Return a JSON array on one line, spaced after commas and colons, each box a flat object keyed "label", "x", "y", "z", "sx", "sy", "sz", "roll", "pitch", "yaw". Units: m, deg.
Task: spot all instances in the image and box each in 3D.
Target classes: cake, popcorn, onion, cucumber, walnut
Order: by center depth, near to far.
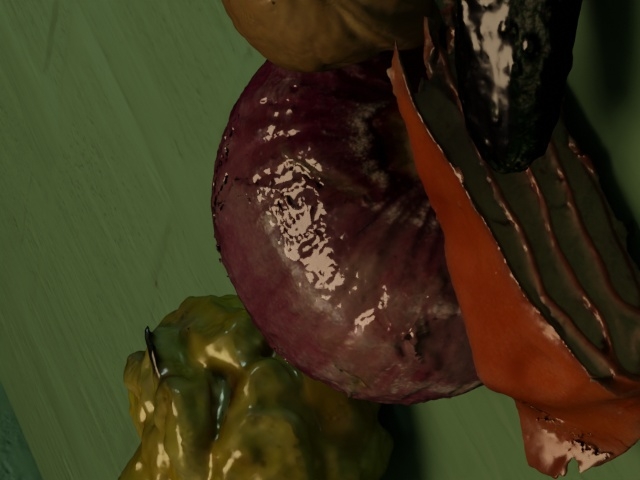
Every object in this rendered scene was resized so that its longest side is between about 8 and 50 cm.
[{"label": "cucumber", "x": 0.105, "y": -0.178, "z": 0.859, "sx": 0.072, "sy": 0.081, "sz": 0.303, "roll": 9, "pitch": 121, "yaw": 16}, {"label": "cake", "x": 0.124, "y": -0.007, "z": 0.961, "sx": 0.135, "sy": 0.098, "sz": 0.287, "roll": -2, "pitch": 110, "yaw": 69}, {"label": "walnut", "x": 0.011, "y": -0.169, "z": 1.000, "sx": 0.149, "sy": 0.166, "sz": 0.166, "roll": 42, "pitch": 155, "yaw": 1}, {"label": "onion", "x": 0.000, "y": 0.000, "z": 1.172, "sx": 0.267, "sy": 0.159, "sz": 0.348, "roll": 70, "pitch": 157, "yaw": 9}, {"label": "popcorn", "x": -0.063, "y": 0.167, "z": 1.397, "sx": 0.286, "sy": 0.215, "sz": 0.252, "roll": 178, "pitch": 97, "yaw": -72}]
